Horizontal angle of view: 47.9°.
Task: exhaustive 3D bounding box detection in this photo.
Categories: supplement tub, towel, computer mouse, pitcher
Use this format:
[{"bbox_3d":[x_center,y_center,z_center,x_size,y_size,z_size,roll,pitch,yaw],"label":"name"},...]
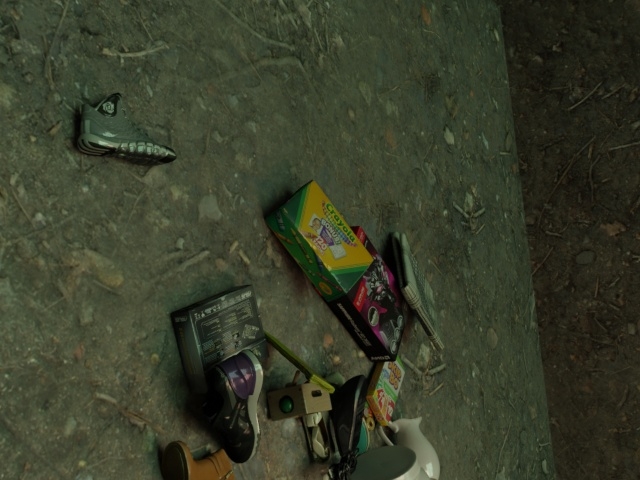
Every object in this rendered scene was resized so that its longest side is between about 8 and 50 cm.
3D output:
[{"bbox_3d":[0.206,0.753,1.957,0.235,0.235,0.325,-30,107,-55],"label":"supplement tub"},{"bbox_3d":[-0.065,0.281,1.699,0.021,0.237,0.102,-52,136,-5],"label":"towel"},{"bbox_3d":[0.062,0.478,1.862,0.188,0.072,0.273,22,77,-72],"label":"computer mouse"},{"bbox_3d":[0.323,0.155,2.354,0.312,0.056,0.324,57,17,-31],"label":"towel"},{"bbox_3d":[0.258,0.628,2.144,0.177,0.125,0.207,11,43,-28],"label":"pitcher"}]

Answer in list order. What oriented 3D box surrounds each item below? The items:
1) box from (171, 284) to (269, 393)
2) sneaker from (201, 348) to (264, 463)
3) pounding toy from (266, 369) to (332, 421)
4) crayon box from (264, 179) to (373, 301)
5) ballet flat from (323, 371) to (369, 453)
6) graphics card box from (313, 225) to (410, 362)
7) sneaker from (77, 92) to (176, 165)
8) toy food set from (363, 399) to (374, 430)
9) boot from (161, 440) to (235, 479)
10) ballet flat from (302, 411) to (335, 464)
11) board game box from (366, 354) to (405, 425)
[{"bbox_3d":[-0.218,0.215,1.614,0.231,0.056,0.183,-22,102,-56],"label":"box"},{"bbox_3d":[-0.203,0.367,1.530,0.124,0.107,0.284,-18,124,-39],"label":"sneaker"},{"bbox_3d":[-0.055,0.375,1.750,0.141,0.130,0.100,11,63,-55],"label":"pounding toy"},{"bbox_3d":[0.000,0.000,1.895,0.278,0.081,0.165,52,44,-8],"label":"crayon box"},{"bbox_3d":[0.072,0.468,1.978,0.086,0.086,0.249,-46,119,-51],"label":"ballet flat"},{"bbox_3d":[0.134,0.164,2.131,0.371,0.094,0.233,56,40,-34],"label":"graphics card box"},{"bbox_3d":[-0.384,-0.230,1.454,0.228,0.086,0.132,7,74,-55],"label":"sneaker"},{"bbox_3d":[0.135,0.511,2.108,0.082,0.020,0.083,42,49,-44],"label":"toy food set"},{"bbox_3d":[-0.248,0.472,1.495,0.152,0.072,0.197,-32,120,-54],"label":"boot"},{"bbox_3d":[-0.010,0.474,1.844,0.068,0.072,0.213,-46,123,-67],"label":"ballet flat"},{"bbox_3d":[0.204,0.429,2.206,0.124,0.039,0.259,64,28,-25],"label":"board game box"}]
